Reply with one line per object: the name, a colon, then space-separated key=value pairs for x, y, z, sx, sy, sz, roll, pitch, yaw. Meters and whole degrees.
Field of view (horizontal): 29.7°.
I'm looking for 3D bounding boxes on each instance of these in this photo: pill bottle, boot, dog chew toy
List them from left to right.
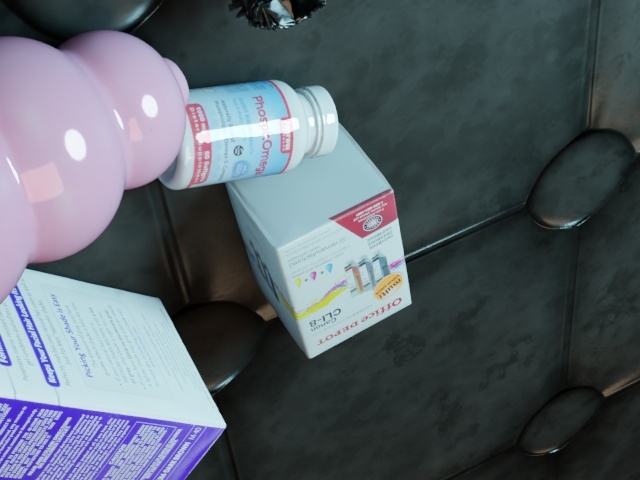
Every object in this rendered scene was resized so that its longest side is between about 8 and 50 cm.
dog chew toy: x=-0.246 y=-0.061 z=0.918 sx=0.332 sy=0.206 sz=0.206 roll=-30 pitch=142 yaw=-30
pill bottle: x=-0.069 y=-0.098 z=1.082 sx=0.160 sy=0.087 sz=0.087 roll=-11 pitch=134 yaw=-27
boot: x=-0.027 y=-0.218 z=0.987 sx=0.121 sy=0.099 sz=0.045 roll=-15 pitch=137 yaw=-24

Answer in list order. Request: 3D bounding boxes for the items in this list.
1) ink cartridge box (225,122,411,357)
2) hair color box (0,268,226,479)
ink cartridge box: x=0.000 y=0.000 z=1.193 sx=0.128 sy=0.127 sz=0.176 roll=-27 pitch=140 yaw=-11
hair color box: x=-0.268 y=0.116 z=1.071 sx=0.339 sy=0.185 sz=0.110 roll=19 pitch=117 yaw=-44
